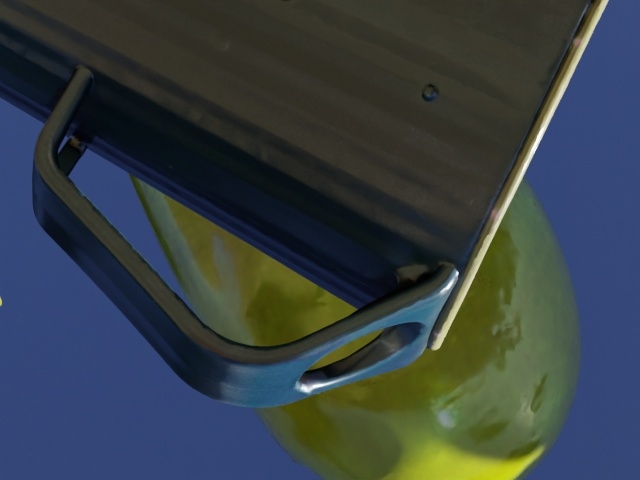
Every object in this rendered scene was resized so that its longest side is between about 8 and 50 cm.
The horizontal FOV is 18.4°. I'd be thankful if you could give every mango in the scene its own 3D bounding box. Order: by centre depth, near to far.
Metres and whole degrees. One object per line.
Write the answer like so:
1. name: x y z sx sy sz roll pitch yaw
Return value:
1. mango: 0.010 -0.004 0.844 0.149 0.185 0.273 -36 -124 2

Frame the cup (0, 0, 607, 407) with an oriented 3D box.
1. cup: -0.015 -0.043 0.568 0.155 0.131 0.176 27 -120 6
